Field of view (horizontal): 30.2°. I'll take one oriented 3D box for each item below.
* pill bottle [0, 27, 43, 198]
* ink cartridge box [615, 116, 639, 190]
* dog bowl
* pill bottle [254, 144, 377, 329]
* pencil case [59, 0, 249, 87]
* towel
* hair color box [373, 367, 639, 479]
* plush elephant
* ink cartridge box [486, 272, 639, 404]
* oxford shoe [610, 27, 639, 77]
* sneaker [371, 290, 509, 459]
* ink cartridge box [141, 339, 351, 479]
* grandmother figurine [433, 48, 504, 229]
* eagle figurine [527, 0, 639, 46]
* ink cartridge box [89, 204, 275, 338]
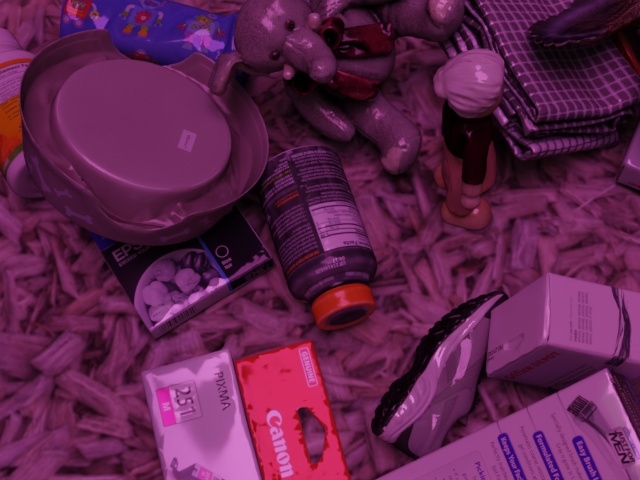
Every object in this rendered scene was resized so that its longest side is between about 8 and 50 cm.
[{"bbox_3d":[-0.450,-0.196,1.767,0.136,0.136,0.246,-30,68,-10],"label":"pill bottle"},{"bbox_3d":[0.643,-0.169,1.733,0.330,0.071,0.324,24,69,9],"label":"ink cartridge box"},{"bbox_3d":[-0.252,-0.140,1.652,0.348,0.102,0.349,14,48,-16],"label":"dog bowl"},{"bbox_3d":[0.000,0.000,1.661,0.130,0.130,0.246,-17,67,-4],"label":"pill bottle"},{"bbox_3d":[-0.249,-0.318,1.819,0.306,0.119,0.133,13,63,9],"label":"pencil case"},{"bbox_3d":[0.314,-0.260,1.704,0.235,0.121,0.284,-10,61,-38],"label":"towel"},{"bbox_3d":[0.253,0.315,1.454,0.339,0.110,0.185,-30,66,21],"label":"hair color box"},{"bbox_3d":[-0.005,-0.275,1.655,0.330,0.255,0.272,37,117,28],"label":"plush elephant"},{"bbox_3d":[0.355,0.132,1.523,0.237,0.172,0.100,12,66,-14],"label":"ink cartridge box"},{"bbox_3d":[0.459,-0.346,1.806,0.098,0.097,0.271,-13,66,-9],"label":"oxford shoe"},{"bbox_3d":[0.179,0.180,1.604,0.108,0.100,0.271,40,69,-8],"label":"sneaker"},{"bbox_3d":[-0.094,0.277,1.586,0.239,0.060,0.275,-16,67,-2],"label":"ink cartridge box"},{"bbox_3d":[0.200,-0.149,1.598,0.104,0.342,0.208,-16,67,-4],"label":"grandmother figurine"},{"bbox_3d":[0.444,-0.298,1.629,0.226,0.225,0.298,24,73,43],"label":"eagle figurine"},{"bbox_3d":[-0.206,0.005,1.718,0.206,0.045,0.208,-32,67,-10],"label":"ink cartridge box"}]
